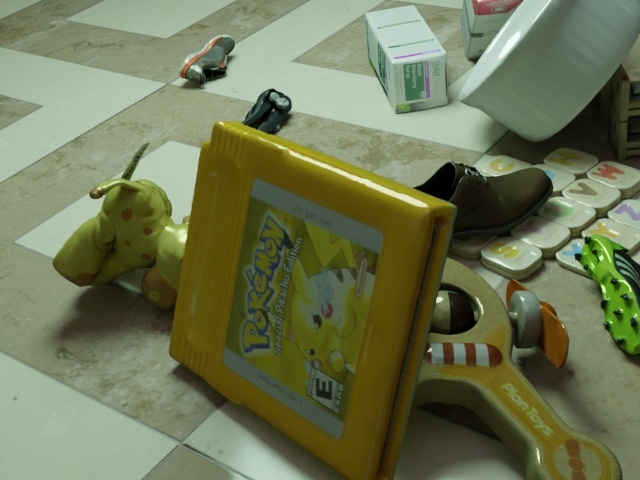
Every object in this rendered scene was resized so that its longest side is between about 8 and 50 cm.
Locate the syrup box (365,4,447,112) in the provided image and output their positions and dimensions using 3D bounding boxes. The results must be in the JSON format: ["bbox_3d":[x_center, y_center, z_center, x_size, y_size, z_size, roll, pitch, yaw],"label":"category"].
[{"bbox_3d":[0.145,-0.315,1.608,0.096,0.093,0.237,-10,34,-2],"label":"syrup box"}]

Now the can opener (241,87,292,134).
[{"bbox_3d":[-0.102,-0.185,1.520,0.059,0.073,0.186,36,45,-4],"label":"can opener"}]

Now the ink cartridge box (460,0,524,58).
[{"bbox_3d":[0.325,-0.397,1.579,0.158,0.218,0.092,-7,75,2],"label":"ink cartridge box"}]

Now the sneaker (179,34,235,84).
[{"bbox_3d":[-0.199,-0.331,1.762,0.064,0.061,0.158,33,47,10],"label":"sneaker"}]

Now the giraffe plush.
[{"bbox_3d":[-0.200,0.010,1.168,0.170,0.210,0.181,39,35,7],"label":"giraffe plush"}]

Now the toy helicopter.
[{"bbox_3d":[0.177,0.132,0.946,0.234,0.140,0.355,-16,44,-27],"label":"toy helicopter"}]

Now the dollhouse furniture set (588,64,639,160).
[{"bbox_3d":[0.476,-0.223,1.364,0.129,0.129,0.184,-6,34,4],"label":"dollhouse furniture set"}]

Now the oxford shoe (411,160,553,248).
[{"bbox_3d":[0.194,-0.057,1.178,0.227,0.096,0.083,-19,33,-17],"label":"oxford shoe"}]

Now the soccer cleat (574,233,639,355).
[{"bbox_3d":[0.344,0.058,1.046,0.072,0.060,0.179,13,37,-16],"label":"soccer cleat"}]

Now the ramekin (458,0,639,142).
[{"bbox_3d":[0.337,-0.275,1.354,0.135,0.277,0.277,36,40,-5],"label":"ramekin"}]

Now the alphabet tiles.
[{"bbox_3d":[0.295,-0.043,1.238,0.284,0.021,0.278,-32,40,-30],"label":"alphabet tiles"}]

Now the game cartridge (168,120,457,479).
[{"bbox_3d":[-0.029,0.052,0.944,0.323,0.286,0.052,24,20,39],"label":"game cartridge"}]
